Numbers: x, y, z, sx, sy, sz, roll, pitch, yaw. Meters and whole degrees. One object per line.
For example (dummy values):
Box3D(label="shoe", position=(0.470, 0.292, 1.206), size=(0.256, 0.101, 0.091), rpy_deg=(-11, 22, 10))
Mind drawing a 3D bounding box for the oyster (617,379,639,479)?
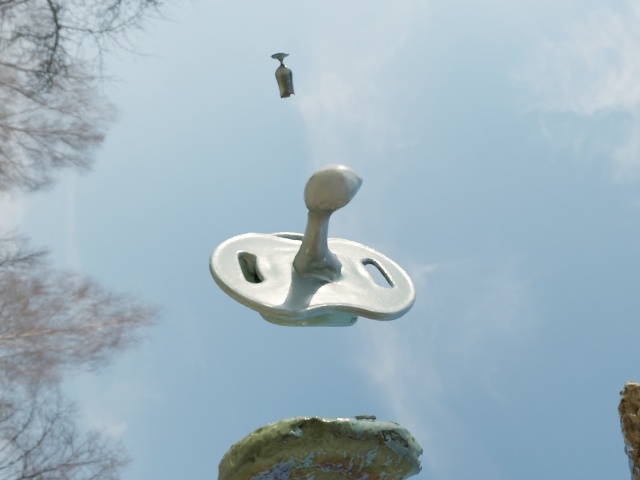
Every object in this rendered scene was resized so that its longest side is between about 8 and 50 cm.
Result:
Box3D(label="oyster", position=(0.360, 0.241, 0.538), size=(0.056, 0.105, 0.177), rpy_deg=(-11, -92, 13))

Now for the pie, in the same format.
Box3D(label="pie", position=(-0.004, 0.351, 0.722), size=(0.302, 0.302, 0.067), rpy_deg=(-57, -157, 25))

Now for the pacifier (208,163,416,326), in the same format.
Box3D(label="pacifier", position=(0.000, 0.000, 0.352), size=(0.127, 0.150, 0.117), rpy_deg=(-115, -146, -62))

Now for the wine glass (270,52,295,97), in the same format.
Box3D(label="wine glass", position=(-0.073, -0.323, 0.981), size=(0.038, 0.042, 0.083), rpy_deg=(-8, -84, 7))
